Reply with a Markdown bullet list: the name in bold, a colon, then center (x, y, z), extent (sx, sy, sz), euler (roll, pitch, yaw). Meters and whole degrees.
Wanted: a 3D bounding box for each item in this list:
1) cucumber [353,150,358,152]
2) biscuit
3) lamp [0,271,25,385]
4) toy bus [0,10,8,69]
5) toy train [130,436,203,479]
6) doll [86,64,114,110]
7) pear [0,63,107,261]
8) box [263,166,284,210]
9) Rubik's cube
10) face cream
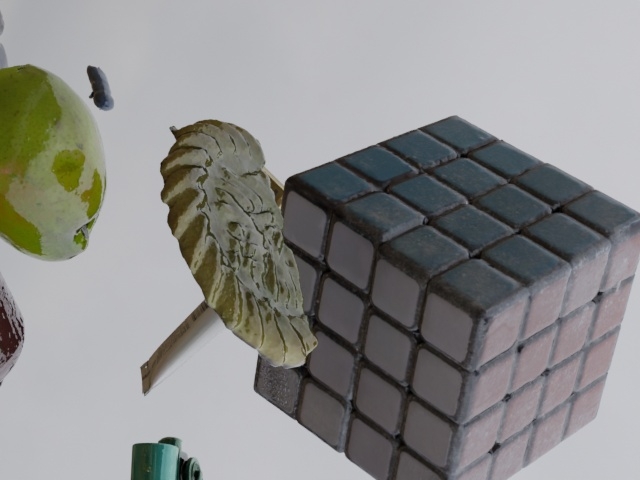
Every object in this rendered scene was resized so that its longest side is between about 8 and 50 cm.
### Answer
- **cucumber**: center (0.000, 0.000, 2.440), extent (0.072, 0.081, 0.303), euler (21, -110, 39)
- **biscuit**: center (-0.088, -0.009, 1.601), extent (0.036, 0.187, 0.273), euler (-28, -113, 28)
- **lamp**: center (-0.426, 0.075, 1.753), extent (0.180, 0.258, 0.180), euler (-13, -143, 10)
- **toy bus**: center (-0.479, -0.327, 2.012), extent (0.113, 0.316, 0.138), euler (-5, -154, 14)
- **toy train**: center (-0.237, 0.409, 2.383), extent (0.159, 0.101, 0.248), euler (41, 47, -69)
- **doll**: center (-0.357, -0.248, 2.615), extent (0.027, 0.037, 0.125), euler (-51, -145, 21)
- **pear**: center (-0.316, -0.082, 1.770), extent (0.187, 0.219, 0.187), euler (-27, 180, 0)
- **box**: center (-0.104, -0.078, 2.284), extent (0.149, 0.020, 0.073), euler (46, -73, 37)
- **Rubik's cube**: center (0.157, 0.086, 2.046), extent (0.344, 0.337, 0.343), euler (-25, 136, -42)
- **face cream**: center (-0.173, 0.126, 2.357), extent (0.244, 0.058, 0.092), euler (-42, -159, 9)
